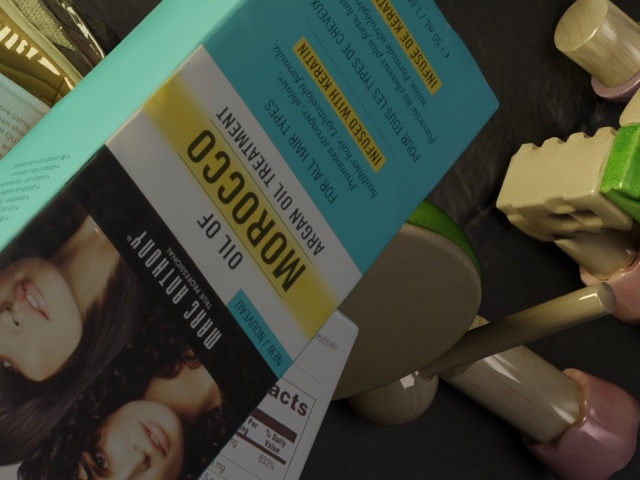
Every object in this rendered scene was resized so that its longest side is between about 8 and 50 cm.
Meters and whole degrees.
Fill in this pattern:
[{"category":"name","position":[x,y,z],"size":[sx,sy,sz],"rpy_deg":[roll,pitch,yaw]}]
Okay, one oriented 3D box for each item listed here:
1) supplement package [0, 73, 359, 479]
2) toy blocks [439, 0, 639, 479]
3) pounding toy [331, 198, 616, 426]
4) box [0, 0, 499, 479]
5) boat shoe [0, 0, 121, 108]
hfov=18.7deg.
[{"category":"supplement package","position":[-0.159,0.046,0.736],"size":[0.204,0.262,0.145],"rpy_deg":[36,66,-33]},{"category":"toy blocks","position":[0.277,0.003,1.090],"size":[0.260,0.288,0.309],"rpy_deg":[34,64,-29]},{"category":"pounding toy","position":[0.000,0.000,0.955],"size":[0.236,0.183,0.110],"rpy_deg":[18,51,-38]},{"category":"box","position":[-0.046,-0.004,0.621],"size":[0.100,0.060,0.244],"rpy_deg":[54,55,-22]},{"category":"boat shoe","position":[-0.115,-0.067,0.850],"size":[0.223,0.080,0.073],"rpy_deg":[48,42,15]}]
